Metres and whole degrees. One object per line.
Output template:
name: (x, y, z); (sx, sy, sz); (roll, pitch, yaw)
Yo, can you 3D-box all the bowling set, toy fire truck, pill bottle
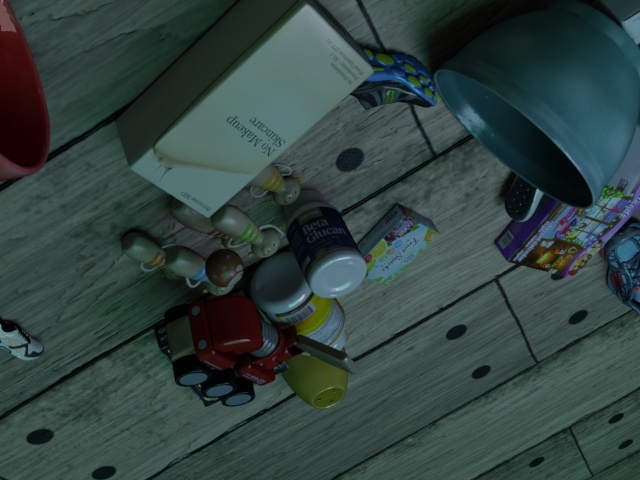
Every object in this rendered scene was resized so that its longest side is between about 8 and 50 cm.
bowling set: (-0.143, 0.018, 1.274); (0.287, 0.200, 0.154); (-37, 139, 18)
toy fire truck: (-0.088, 0.166, 1.347); (0.246, 0.159, 0.217); (-25, 149, 14)
pill bottle: (-0.029, 0.121, 1.488); (0.117, 0.117, 0.215); (-29, 139, 3)
pill bottle: (0.000, 0.000, 1.338); (0.094, 0.169, 0.094); (-15, 137, -14)

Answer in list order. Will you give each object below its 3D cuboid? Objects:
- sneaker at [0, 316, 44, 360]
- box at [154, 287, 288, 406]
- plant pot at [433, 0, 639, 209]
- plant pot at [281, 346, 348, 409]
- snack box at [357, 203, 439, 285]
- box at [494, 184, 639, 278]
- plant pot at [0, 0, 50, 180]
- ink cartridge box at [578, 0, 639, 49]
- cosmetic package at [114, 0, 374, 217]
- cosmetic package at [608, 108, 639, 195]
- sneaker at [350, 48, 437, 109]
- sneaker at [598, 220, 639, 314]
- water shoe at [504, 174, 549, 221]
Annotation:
sneaker: (-0.479, 0.155, 1.357); (0.043, 0.040, 0.109); (-42, 137, 15)
box: (-0.172, 0.197, 1.544); (0.175, 0.051, 0.220); (-25, 139, 0)
plant pot: (0.335, -0.214, 1.226); (0.196, 0.293, 0.293); (-48, 137, 0)
plant pot: (0.001, 0.269, 1.671); (0.134, 0.095, 0.134); (-14, 137, -14)
snack box: (0.126, 0.010, 1.511); (0.100, 0.037, 0.141); (22, 120, -42)
box: (0.490, -0.062, 1.604); (0.200, 0.057, 0.293); (12, 126, -36)
plant pot: (-0.456, -0.158, 0.900); (0.243, 0.275, 0.275); (-18, 139, 4)
ink cartridge box: (0.440, -0.320, 1.247); (0.072, 0.127, 0.175); (-33, 147, 7)
cosmetic package: (-0.103, -0.191, 1.137); (0.309, 0.113, 0.160); (-41, 137, 15)
cosmetic package: (0.530, -0.188, 1.388); (0.238, 0.107, 0.127); (-31, 149, -36)
sneaker: (0.090, -0.227, 1.243); (0.188, 0.067, 0.078); (5, 151, -33)
sneaker: (0.650, 0.062, 1.760); (0.104, 0.125, 0.262); (-31, 139, 5)
water shoe: (0.389, -0.125, 1.497); (0.080, 0.073, 0.203); (-20, 146, -49)
